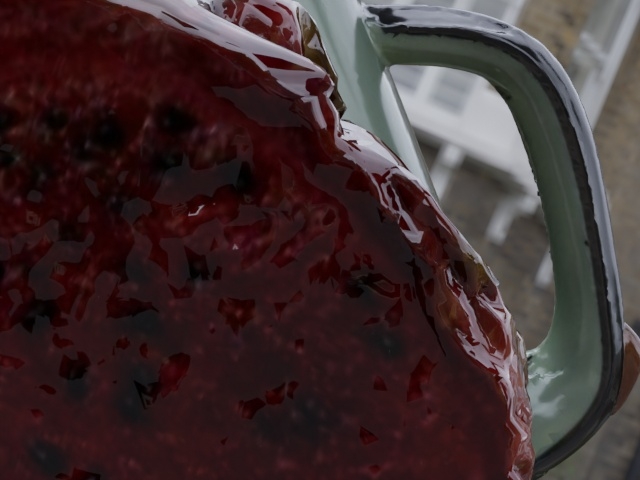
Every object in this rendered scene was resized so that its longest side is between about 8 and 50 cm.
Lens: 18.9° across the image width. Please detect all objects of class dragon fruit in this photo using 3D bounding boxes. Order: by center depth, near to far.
[{"bbox_3d":[-0.043,0.022,0.528,0.317,0.205,0.152,26,21,12],"label":"dragon fruit"}]

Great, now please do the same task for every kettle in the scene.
[{"bbox_3d":[0.000,0.000,0.795,0.165,0.240,0.255,-58,125,-80],"label":"kettle"}]
